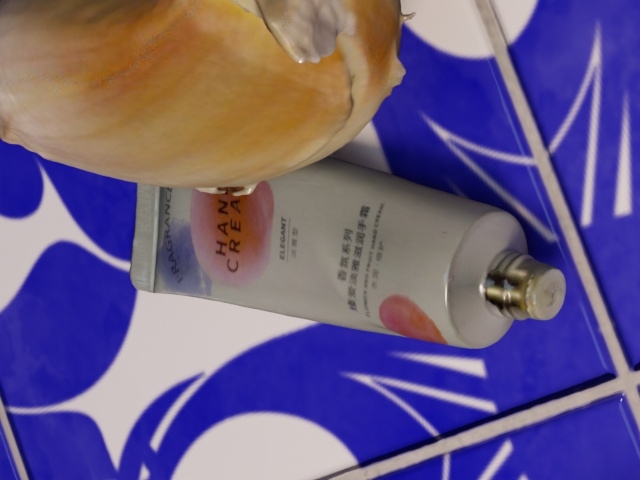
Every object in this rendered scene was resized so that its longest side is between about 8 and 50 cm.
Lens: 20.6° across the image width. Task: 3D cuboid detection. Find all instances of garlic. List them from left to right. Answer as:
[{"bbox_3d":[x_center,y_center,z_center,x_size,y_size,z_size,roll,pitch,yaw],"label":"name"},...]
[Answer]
[{"bbox_3d":[-0.070,-0.166,0.991,0.313,0.249,0.286,-15,100,56],"label":"garlic"}]

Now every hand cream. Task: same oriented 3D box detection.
[{"bbox_3d":[0.000,0.000,1.060,0.340,0.077,0.124,12,104,40],"label":"hand cream"}]
